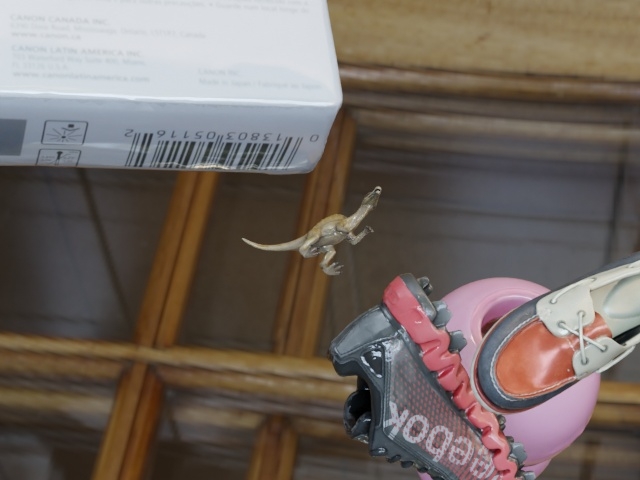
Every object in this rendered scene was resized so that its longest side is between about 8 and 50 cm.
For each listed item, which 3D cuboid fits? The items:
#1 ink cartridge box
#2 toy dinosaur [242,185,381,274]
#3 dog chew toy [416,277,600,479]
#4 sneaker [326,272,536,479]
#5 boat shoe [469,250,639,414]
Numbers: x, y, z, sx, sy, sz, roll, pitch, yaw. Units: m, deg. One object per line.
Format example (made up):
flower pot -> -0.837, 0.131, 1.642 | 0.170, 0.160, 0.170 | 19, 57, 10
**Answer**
ink cartridge box -> -0.166, -0.227, 0.940 | 0.308, 0.385, 0.091 | 0, 151, -17
toy dinosaur -> 0.000, 0.000, 1.730 | 0.183, 0.092, 0.053 | -23, 121, 9
dog chew toy -> 0.185, 0.187, 1.602 | 0.206, 0.207, 0.332 | 11, 145, -1
sneaker -> 0.098, 0.167, 1.298 | 0.135, 0.097, 0.276 | -31, 110, 0
boat shoe -> 0.133, 0.043, 0.711 | 0.049, 0.137, 0.043 | 64, 153, -1
